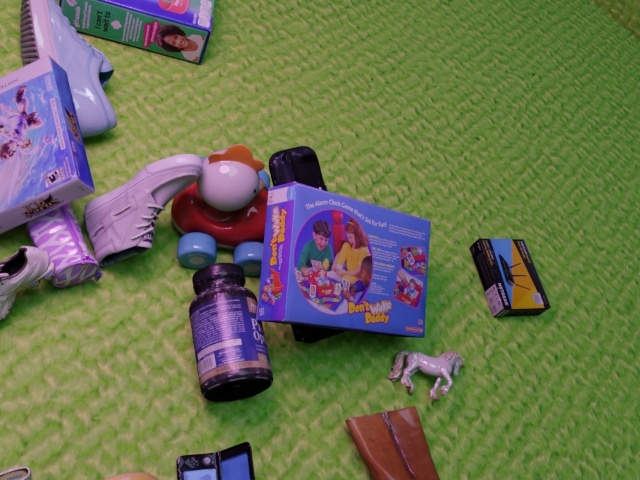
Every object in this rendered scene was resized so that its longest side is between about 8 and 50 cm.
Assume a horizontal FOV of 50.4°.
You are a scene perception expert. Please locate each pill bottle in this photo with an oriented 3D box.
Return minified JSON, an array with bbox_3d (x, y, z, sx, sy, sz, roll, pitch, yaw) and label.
[{"bbox_3d":[-0.160,0.155,1.172,0.122,0.123,0.219,-1,60,-25],"label":"pill bottle"}]

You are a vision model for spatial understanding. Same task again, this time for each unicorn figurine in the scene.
[{"bbox_3d":[0.219,0.253,1.318,0.162,0.060,0.111,24,53,-9],"label":"unicorn figurine"}]

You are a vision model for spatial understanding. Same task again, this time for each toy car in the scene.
[{"bbox_3d":[-0.155,-0.090,1.259,0.210,0.238,0.219,9,56,-19],"label":"toy car"}]

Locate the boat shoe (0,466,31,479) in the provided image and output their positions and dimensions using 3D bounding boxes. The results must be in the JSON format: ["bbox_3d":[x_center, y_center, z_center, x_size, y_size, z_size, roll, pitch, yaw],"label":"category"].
[{"bbox_3d":[-0.462,0.348,0.966,0.100,0.035,0.035,-13,66,-31],"label":"boat shoe"}]

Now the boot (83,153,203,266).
[{"bbox_3d":[-0.300,-0.045,1.186,0.095,0.258,0.123,16,52,-60],"label":"boot"}]

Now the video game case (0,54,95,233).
[{"bbox_3d":[-0.532,-0.154,1.161,0.244,0.061,0.269,-24,65,6],"label":"video game case"}]

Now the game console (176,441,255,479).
[{"bbox_3d":[-0.162,0.384,1.055,0.107,0.071,0.122,3,58,-23],"label":"game console"}]

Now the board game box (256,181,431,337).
[{"bbox_3d":[0.055,0.048,1.244,0.347,0.078,0.233,13,77,-39],"label":"board game box"}]

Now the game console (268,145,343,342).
[{"bbox_3d":[0.000,0.000,1.282,0.213,0.044,0.361,-20,99,-40],"label":"game console"}]

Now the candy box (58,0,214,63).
[{"bbox_3d":[-0.402,-0.566,1.532,0.317,0.122,0.268,10,56,-17],"label":"candy box"}]

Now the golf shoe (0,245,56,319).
[{"bbox_3d":[-0.508,0.070,1.067,0.176,0.086,0.069,-44,71,-10],"label":"golf shoe"}]

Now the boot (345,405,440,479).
[{"bbox_3d":[0.110,0.425,1.136,0.264,0.096,0.280,-8,62,-28],"label":"boot"}]

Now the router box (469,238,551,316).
[{"bbox_3d":[0.425,0.082,1.531,0.133,0.046,0.179,1,59,-24],"label":"router box"}]

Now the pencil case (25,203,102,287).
[{"bbox_3d":[-0.453,-0.017,1.172,0.086,0.088,0.206,-9,60,-50],"label":"pencil case"}]

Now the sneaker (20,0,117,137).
[{"bbox_3d":[-0.501,-0.358,1.360,0.150,0.135,0.366,-7,71,-36],"label":"sneaker"}]

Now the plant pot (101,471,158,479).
[{"bbox_3d":[-0.245,0.451,0.883,0.254,0.254,0.239,-15,50,-31],"label":"plant pot"}]
